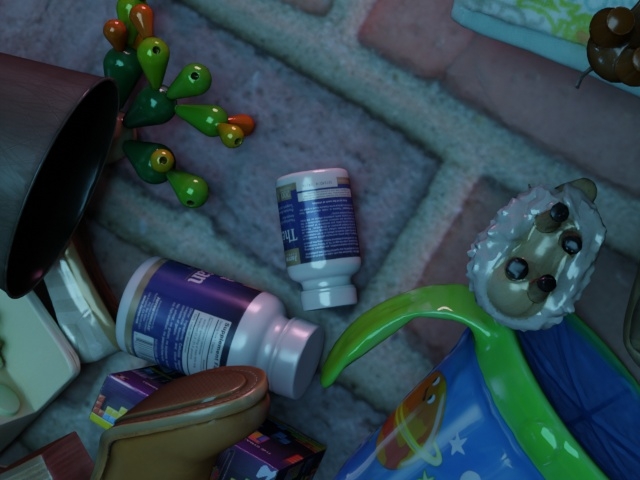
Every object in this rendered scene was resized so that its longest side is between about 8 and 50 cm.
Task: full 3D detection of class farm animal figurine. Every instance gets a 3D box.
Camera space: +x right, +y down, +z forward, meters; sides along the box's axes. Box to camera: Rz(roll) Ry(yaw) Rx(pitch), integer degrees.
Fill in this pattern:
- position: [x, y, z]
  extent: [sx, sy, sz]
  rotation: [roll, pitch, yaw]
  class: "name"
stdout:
- position: [0.310, -0.030, 0.947]
  extent: [0.330, 0.172, 0.326]
  rotation: [27, 89, 2]
  class: "farm animal figurine"

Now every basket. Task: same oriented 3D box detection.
- position: [-0.317, -0.090, 1.118]
  extent: [0.227, 0.154, 0.204]
  rotation: [25, 90, 7]
  class: "basket"

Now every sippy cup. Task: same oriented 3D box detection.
- position: [0.139, 0.190, 1.036]
  extent: [0.224, 0.240, 0.305]
  rotation: [-41, 69, 22]
  class: "sippy cup"

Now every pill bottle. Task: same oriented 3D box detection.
- position: [0.000, 0.000, 1.152]
  extent: [0.067, 0.067, 0.120]
  rotation: [-9, 85, 16]
  class: "pill bottle"
- position: [-0.087, 0.081, 1.161]
  extent: [0.169, 0.094, 0.094]
  rotation: [18, 93, 15]
  class: "pill bottle"

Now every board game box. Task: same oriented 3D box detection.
- position: [-0.094, 0.167, 1.136]
  extent: [0.170, 0.141, 0.048]
  rotation: [27, 96, 15]
  class: "board game box"

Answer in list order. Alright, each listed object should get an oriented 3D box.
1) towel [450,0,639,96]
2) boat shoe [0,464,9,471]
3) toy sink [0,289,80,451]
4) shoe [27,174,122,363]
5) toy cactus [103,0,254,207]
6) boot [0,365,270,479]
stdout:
- position: [0.288, -0.248, 0.964]
  extent: [0.374, 0.090, 0.320]
  rotation: [22, 134, 7]
  class: "towel"
- position: [-0.175, 0.263, 1.169]
  extent: [0.324, 0.120, 0.122]
  rotation: [13, 85, 8]
  class: "boat shoe"
- position: [-0.361, 0.137, 1.193]
  extent: [0.234, 0.131, 0.153]
  rotation: [-42, 78, 25]
  class: "toy sink"
- position: [-0.245, 0.013, 1.218]
  extent: [0.058, 0.076, 0.219]
  rotation: [-26, 83, 9]
  class: "shoe"
- position: [-0.162, -0.119, 1.201]
  extent: [0.180, 0.112, 0.219]
  rotation: [-29, 83, 32]
  class: "toy cactus"
- position: [-0.110, 0.233, 1.017]
  extent: [0.283, 0.109, 0.220]
  rotation: [-28, 93, 24]
  class: "boot"
